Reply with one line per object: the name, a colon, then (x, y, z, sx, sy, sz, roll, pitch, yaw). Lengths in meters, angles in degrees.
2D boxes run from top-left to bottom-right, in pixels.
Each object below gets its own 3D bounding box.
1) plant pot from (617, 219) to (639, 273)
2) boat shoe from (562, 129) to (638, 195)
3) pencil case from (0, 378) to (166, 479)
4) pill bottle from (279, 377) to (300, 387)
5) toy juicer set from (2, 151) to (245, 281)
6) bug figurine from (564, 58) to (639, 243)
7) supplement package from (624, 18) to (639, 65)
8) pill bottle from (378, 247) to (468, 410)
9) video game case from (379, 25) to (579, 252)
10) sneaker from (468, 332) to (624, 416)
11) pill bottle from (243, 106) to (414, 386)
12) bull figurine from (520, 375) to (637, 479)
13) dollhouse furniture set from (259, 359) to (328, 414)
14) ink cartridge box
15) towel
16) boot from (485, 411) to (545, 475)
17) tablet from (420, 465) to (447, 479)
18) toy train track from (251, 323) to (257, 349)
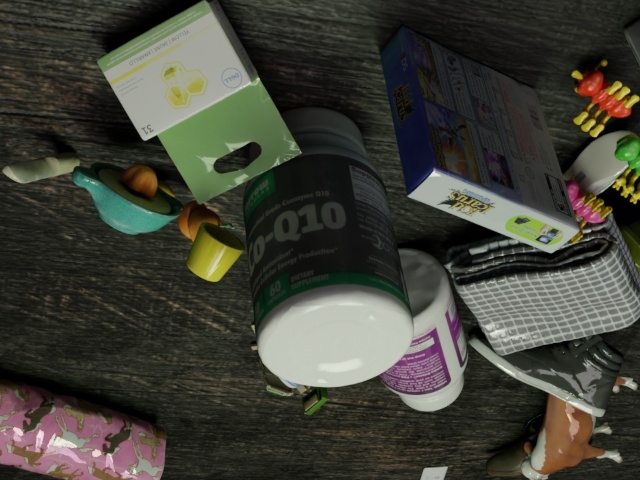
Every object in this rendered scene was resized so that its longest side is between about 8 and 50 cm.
plant pot: (0.720, 0.044, 1.687, 0.353, 0.366, 0.366, -31, 136, 7)
boat shoe: (0.427, -0.103, 1.653, 0.063, 0.066, 0.184, -10, 146, -49)
pencil case: (-0.473, 0.368, 1.957, 0.386, 0.167, 0.160, 26, 161, -33)
pill bottle: (-0.011, 0.200, 1.903, 0.137, 0.078, 0.078, -32, 134, 24)
toy juicer set: (-0.259, -0.074, 1.481, 0.329, 0.209, 0.089, 27, 105, -16)
bug figurine: (0.380, -0.122, 1.569, 0.216, 0.072, 0.279, 41, 128, -9)
supplement package: (0.589, -0.261, 1.409, 0.293, 0.175, 0.177, -34, 134, 27)
pill bottle: (0.159, 0.163, 1.823, 0.169, 0.169, 0.301, -15, 138, 7)
video game case: (0.205, -0.134, 1.413, 0.244, 0.269, 0.061, 20, 133, -29)
sneaker: (0.425, 0.200, 1.981, 0.296, 0.104, 0.146, 26, 99, -7)
pill bottle: (0.000, 0.000, 1.460, 0.204, 0.361, 0.204, -5, 139, -5)
bull figurine: (0.508, 0.370, 2.134, 0.188, 0.101, 0.310, -4, 122, -13)
dollhouse furniture set: (-0.062, 0.271, 1.977, 0.152, 0.076, 0.058, 24, 129, -33)
ink cartridge box: (-0.155, -0.173, 1.388, 0.171, 0.056, 0.235, -25, 103, 17)
towel: (0.368, 0.074, 1.750, 0.284, 0.121, 0.235, -15, 145, 22)
boot: (0.436, 0.421, 2.256, 0.219, 0.082, 0.106, -23, 119, 15)
tablet: (0.250, 0.525, 2.376, 0.054, 0.006, 0.083, -2, 139, -8)
toy train track: (-0.105, 0.173, 1.906, 0.048, 0.014, 0.083, -11, 134, 13)
